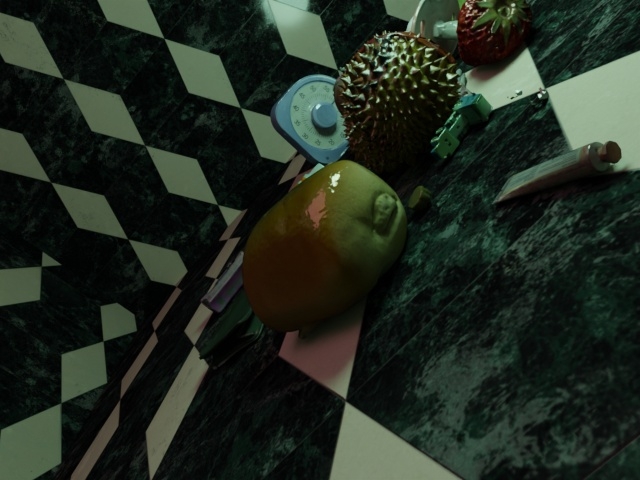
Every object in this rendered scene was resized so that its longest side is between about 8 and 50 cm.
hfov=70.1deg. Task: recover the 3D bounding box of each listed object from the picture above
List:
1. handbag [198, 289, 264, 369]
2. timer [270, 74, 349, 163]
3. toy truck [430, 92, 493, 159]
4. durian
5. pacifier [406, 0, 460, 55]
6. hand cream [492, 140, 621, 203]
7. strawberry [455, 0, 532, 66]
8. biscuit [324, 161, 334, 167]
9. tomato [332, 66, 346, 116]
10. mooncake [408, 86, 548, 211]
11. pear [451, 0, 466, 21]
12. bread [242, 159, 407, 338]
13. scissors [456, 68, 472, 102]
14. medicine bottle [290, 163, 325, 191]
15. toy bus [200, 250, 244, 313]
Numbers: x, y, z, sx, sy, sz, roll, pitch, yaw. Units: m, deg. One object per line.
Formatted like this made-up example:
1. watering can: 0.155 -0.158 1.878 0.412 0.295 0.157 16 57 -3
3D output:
1. handbag: -0.251 0.244 1.415 0.260 0.079 0.247 -40 19 32
2. timer: 0.004 -0.562 2.045 0.395 0.395 0.173 -51 16 -7
3. toy truck: 0.330 -0.267 1.075 0.175 0.067 0.081 -52 18 -11
4. durian: 0.204 -0.378 1.231 0.348 0.348 0.384 -31 67 48
5. pacifier: 0.428 -0.732 1.595 0.332 0.220 0.273 -32 3 -39
6. hand cream: 0.353 -0.102 0.703 0.067 0.043 0.210 -53 11 -20
7. strawberry: 0.467 -0.575 1.274 0.205 0.205 0.244 -51 -5 -7
8. biscuit: 0.029 -0.222 1.721 0.179 0.084 0.281 -51 17 -9
9. tomato: 0.202 -0.567 1.689 0.317 0.282 0.316 -44 9 9
10. mooncake: 0.318 -0.196 0.966 0.347 0.057 0.150 -35 34 32
11. pear: 0.609 -0.941 1.764 0.239 0.139 0.288 -56 14 37
12. bread: 0.000 0.000 1.012 0.376 0.253 0.348 -29 22 46
13. scissors: 0.398 -0.435 1.338 0.118 0.031 0.242 -33 27 43
14. medicine bottle: -0.057 -0.097 1.532 0.318 0.158 0.158 -50 16 -2
15. toy bus: -0.374 0.174 1.872 0.274 0.090 0.112 -52 22 -8
